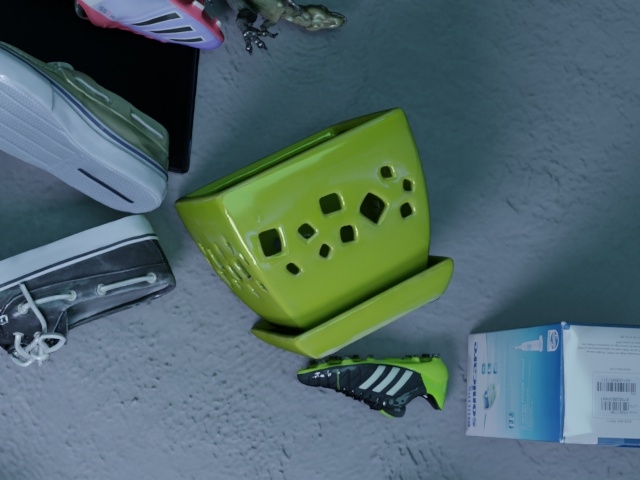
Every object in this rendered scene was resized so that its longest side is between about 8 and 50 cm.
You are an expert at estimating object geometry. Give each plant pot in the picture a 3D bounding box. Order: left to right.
[{"bbox_3d":[0.000,0.000,1.660,0.227,0.228,0.207,-27,98,-15],"label":"plant pot"}]

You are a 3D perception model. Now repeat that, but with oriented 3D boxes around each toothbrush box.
[{"bbox_3d":[0.304,0.160,1.674,0.216,0.295,0.126,4,84,-14],"label":"toothbrush box"}]

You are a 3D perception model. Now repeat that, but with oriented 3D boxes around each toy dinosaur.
[{"bbox_3d":[-0.093,-0.279,1.712,0.268,0.118,0.064,30,121,-21],"label":"toy dinosaur"}]

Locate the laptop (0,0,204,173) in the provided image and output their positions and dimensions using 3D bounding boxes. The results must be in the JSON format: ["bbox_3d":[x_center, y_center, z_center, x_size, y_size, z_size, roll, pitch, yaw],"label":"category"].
[{"bbox_3d":[-0.360,-0.285,1.705,0.407,0.236,0.382,2,82,15],"label":"laptop"}]

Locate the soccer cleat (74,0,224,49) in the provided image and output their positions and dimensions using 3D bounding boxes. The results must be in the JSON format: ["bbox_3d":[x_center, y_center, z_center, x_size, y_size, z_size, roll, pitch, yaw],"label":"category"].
[{"bbox_3d":[-0.206,-0.257,1.654,0.095,0.083,0.248,-49,138,12],"label":"soccer cleat"}]

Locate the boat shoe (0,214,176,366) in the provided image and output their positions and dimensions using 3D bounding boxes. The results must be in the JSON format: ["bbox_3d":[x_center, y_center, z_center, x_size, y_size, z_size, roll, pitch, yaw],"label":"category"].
[{"bbox_3d":[-0.301,0.077,1.632,0.306,0.113,0.105,-22,75,-24],"label":"boat shoe"}]

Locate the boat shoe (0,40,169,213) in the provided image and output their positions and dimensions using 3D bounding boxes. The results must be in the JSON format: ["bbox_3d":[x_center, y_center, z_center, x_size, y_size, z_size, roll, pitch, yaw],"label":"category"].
[{"bbox_3d":[-0.270,-0.131,1.577,0.302,0.109,0.094,39,48,-44],"label":"boat shoe"}]

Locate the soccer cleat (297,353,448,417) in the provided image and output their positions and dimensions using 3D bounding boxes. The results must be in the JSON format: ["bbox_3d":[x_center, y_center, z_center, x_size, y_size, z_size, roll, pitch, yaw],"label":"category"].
[{"bbox_3d":[0.061,0.165,1.737,0.178,0.060,0.072,1,85,-16],"label":"soccer cleat"}]
